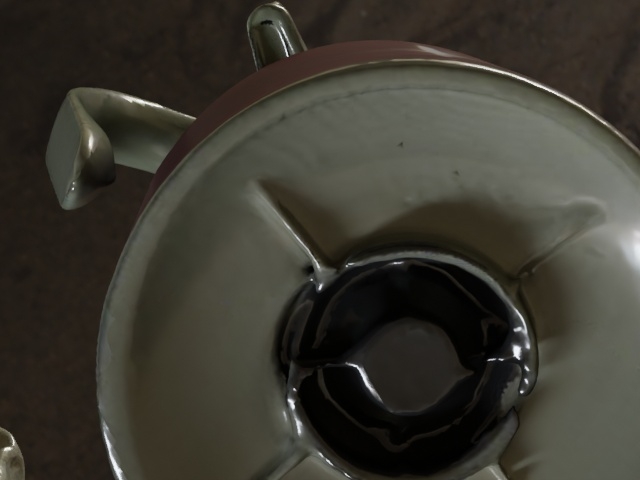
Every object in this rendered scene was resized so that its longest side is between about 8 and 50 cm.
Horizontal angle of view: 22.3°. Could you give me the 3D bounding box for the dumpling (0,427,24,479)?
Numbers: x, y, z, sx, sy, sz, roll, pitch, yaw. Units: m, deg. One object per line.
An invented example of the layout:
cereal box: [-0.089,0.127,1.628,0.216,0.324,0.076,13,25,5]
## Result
dumpling: [-0.271,0.195,0.813,0.227,0.243,0.175,-10,86,36]

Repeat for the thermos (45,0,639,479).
thermos: [0.000,0.000,0.497,0.265,0.176,0.146,-113,45,-77]
